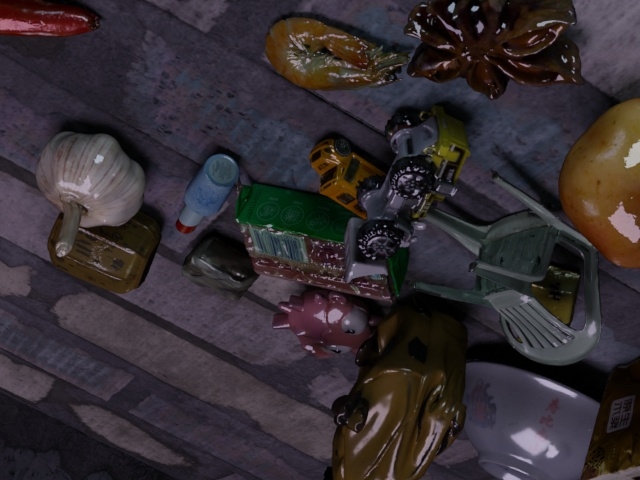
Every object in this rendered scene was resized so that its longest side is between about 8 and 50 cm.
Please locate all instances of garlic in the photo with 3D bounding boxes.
[{"bbox_3d":[-0.403,-0.059,2.033,0.199,0.226,0.199,12,147,8],"label":"garlic"}]

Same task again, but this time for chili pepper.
[{"bbox_3d":[-0.401,-0.323,1.753,0.169,0.088,0.065,9,132,5],"label":"chili pepper"}]

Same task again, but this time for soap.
[{"bbox_3d":[-0.001,0.002,1.988,0.273,0.098,0.218,11,150,19],"label":"soap"}]

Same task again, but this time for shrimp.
[{"bbox_3d":[0.018,-0.246,1.608,0.217,0.051,0.115,9,147,27],"label":"shrimp"}]

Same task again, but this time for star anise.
[{"bbox_3d":[0.212,-0.241,1.443,0.220,0.099,0.214,11,164,10],"label":"star anise"}]

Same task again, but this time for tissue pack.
[{"bbox_3d":[0.532,0.304,2.000,0.092,0.226,0.183,29,151,-15],"label":"tissue pack"}]

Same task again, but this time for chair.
[{"bbox_3d":[0.279,0.052,1.785,0.274,0.190,0.203,24,153,-29],"label":"chair"}]

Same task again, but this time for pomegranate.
[{"bbox_3d":[0.397,-0.069,1.494,0.209,0.209,0.209,17,151,10],"label":"pomegranate"}]

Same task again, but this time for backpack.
[{"bbox_3d":[0.125,0.300,2.102,0.201,0.353,0.378,24,111,0],"label":"backpack"}]

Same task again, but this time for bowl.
[{"bbox_3d":[0.383,0.364,2.220,0.345,0.157,0.345,22,161,8],"label":"bowl"}]

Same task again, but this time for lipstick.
[{"bbox_3d":[-0.199,-0.069,2.043,0.068,0.061,0.274,28,154,-8],"label":"lipstick"}]

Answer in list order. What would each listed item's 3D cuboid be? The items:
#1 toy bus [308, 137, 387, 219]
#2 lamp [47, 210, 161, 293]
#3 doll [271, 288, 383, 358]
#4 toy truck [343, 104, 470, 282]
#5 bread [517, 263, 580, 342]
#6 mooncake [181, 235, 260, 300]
[{"bbox_3d":[0.054,-0.085,1.826,0.162,0.074,0.069,31,151,-18],"label":"toy bus"},{"bbox_3d":[-0.394,0.003,2.206,0.185,0.161,0.161,23,151,-3],"label":"lamp"},{"bbox_3d":[0.017,0.156,2.238,0.211,0.093,0.262,16,149,-8],"label":"doll"},{"bbox_3d":[0.117,-0.059,1.709,0.111,0.136,0.286,16,131,-14],"label":"toy truck"},{"bbox_3d":[0.369,0.114,1.974,0.088,0.049,0.226,14,151,15],"label":"bread"},{"bbox_3d":[-0.180,0.050,2.217,0.130,0.073,0.125,31,153,-12],"label":"mooncake"}]
